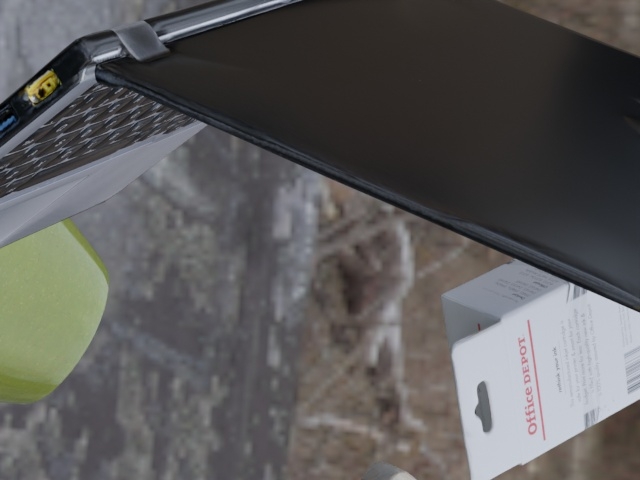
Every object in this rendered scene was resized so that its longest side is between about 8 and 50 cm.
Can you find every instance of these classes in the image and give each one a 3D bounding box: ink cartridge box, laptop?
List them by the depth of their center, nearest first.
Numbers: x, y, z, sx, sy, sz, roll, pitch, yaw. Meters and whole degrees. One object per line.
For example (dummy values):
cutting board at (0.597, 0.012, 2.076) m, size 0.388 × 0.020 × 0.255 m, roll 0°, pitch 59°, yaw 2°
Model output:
laptop at (0.000, 0.000, 0.860) m, size 0.236 × 0.408 × 0.382 m, roll 56°, pitch 26°, yaw 1°
ink cartridge box at (0.139, 0.065, 1.091) m, size 0.180 × 0.060 × 0.104 m, roll -24°, pitch 117°, yaw -28°

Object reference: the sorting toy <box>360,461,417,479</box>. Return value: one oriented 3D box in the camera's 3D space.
sorting toy at (0.060, 0.306, 0.991) m, size 0.257 × 0.089 × 0.255 m, roll 45°, pitch 74°, yaw -28°

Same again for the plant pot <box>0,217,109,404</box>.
plant pot at (-0.321, 0.003, 1.375) m, size 0.293 × 0.275 × 0.275 m, roll 32°, pitch 57°, yaw -29°
